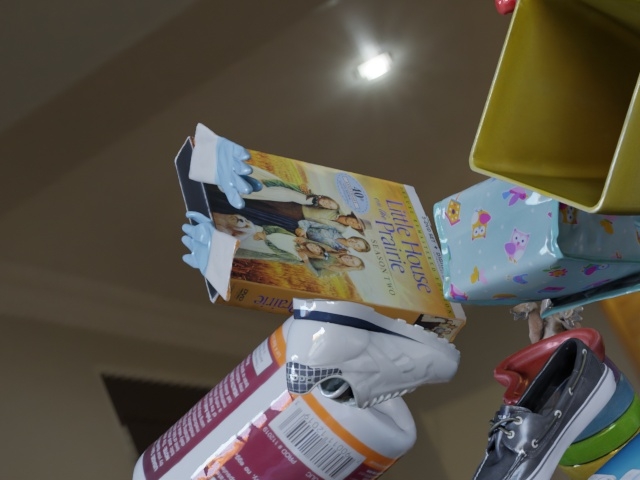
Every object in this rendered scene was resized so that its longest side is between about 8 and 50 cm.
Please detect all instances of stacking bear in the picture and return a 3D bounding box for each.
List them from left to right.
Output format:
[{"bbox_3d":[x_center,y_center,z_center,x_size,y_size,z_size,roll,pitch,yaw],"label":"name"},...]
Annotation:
[{"bbox_3d":[0.390,0.284,2.190,0.164,0.289,0.175,-29,13,6],"label":"stacking bear"}]

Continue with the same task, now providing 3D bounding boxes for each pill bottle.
[{"bbox_3d":[-0.090,0.294,1.945,0.392,0.224,0.224,-43,-21,12],"label":"pill bottle"}]

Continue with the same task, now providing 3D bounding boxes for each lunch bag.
[{"bbox_3d":[0.306,-0.001,1.887,0.262,0.160,0.223,7,-19,-36],"label":"lunch bag"}]

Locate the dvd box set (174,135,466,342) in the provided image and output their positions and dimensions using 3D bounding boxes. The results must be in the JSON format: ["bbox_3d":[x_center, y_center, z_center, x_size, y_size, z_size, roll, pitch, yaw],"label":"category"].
[{"bbox_3d":[0.000,0.000,2.383,0.420,0.308,0.062,12,-49,-29],"label":"dvd box set"}]

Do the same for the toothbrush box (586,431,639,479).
[{"bbox_3d":[0.494,0.311,1.889,0.216,0.126,0.295,-34,16,-34],"label":"toothbrush box"}]

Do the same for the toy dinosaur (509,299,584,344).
[{"bbox_3d":[0.404,0.192,2.541,0.127,0.296,0.200,-19,-22,17],"label":"toy dinosaur"}]

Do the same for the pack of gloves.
[{"bbox_3d":[-0.128,-0.042,2.086,0.046,0.195,0.232,5,12,-23],"label":"pack of gloves"}]

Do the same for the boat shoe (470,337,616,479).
[{"bbox_3d":[0.202,0.184,1.514,0.228,0.076,0.080,-44,19,-22],"label":"boat shoe"}]

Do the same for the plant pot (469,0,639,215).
[{"bbox_3d":[0.312,-0.134,1.594,0.187,0.212,0.212,13,8,-34],"label":"plant pot"}]

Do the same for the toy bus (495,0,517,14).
[{"bbox_3d":[0.294,-0.344,1.785,0.211,0.220,0.149,-14,12,-3],"label":"toy bus"}]

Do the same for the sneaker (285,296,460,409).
[{"bbox_3d":[0.048,0.120,1.506,0.090,0.095,0.235,-3,-15,43],"label":"sneaker"}]
